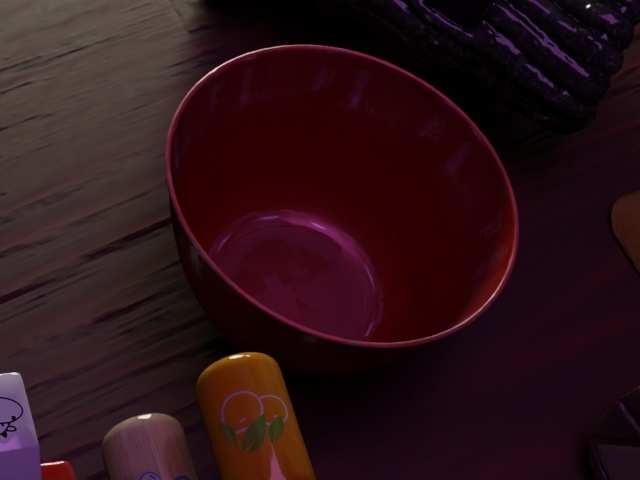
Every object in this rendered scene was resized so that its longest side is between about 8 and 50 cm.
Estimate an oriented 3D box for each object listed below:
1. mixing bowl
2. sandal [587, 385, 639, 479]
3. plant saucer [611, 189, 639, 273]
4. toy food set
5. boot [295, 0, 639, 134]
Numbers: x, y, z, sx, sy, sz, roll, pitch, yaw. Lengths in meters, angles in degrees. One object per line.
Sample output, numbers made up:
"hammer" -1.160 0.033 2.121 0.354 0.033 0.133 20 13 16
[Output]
"mixing bowl" 0.000 0.000 0.885 0.181 0.098 0.181 10 54 -13
"sandal" 0.248 0.088 0.908 0.219 0.060 0.090 -27 74 0
"plant saucer" 0.387 0.049 1.008 0.332 0.081 0.333 -17 63 -29
"toy food set" -0.120 0.127 0.739 0.232 0.111 0.104 -6 58 -24
"boot" 0.094 -0.237 1.067 0.260 0.131 0.348 19 62 2
